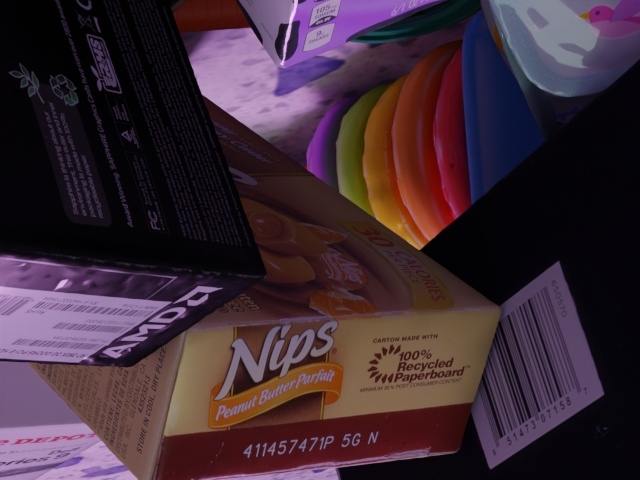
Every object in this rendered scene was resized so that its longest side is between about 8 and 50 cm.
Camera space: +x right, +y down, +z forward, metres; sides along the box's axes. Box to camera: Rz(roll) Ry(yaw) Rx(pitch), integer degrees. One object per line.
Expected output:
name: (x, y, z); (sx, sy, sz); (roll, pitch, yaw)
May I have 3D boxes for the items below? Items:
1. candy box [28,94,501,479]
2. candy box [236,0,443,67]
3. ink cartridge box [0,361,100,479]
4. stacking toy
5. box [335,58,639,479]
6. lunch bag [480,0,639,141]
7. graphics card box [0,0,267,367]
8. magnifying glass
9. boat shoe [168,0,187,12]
candy box: (-0.080, 0.004, 0.945); (0.183, 0.316, 0.087); (-1, 114, -37)
candy box: (0.050, -0.163, 0.648); (0.165, 0.070, 0.196); (-25, 161, -18)
ink cartridge box: (-0.311, 0.136, 1.460); (0.211, 0.121, 0.289); (0, 158, -40)
stacking toy: (0.058, -0.042, 1.176); (0.175, 0.165, 0.302); (3, 171, -44)
box: (0.219, 0.057, 0.957); (0.312, 0.179, 0.343); (0, 153, -34)
lunch bag: (0.181, -0.150, 0.880); (0.223, 0.160, 0.262); (-17, 155, 8)
graphics card box: (-0.198, -0.080, 0.656); (0.094, 0.232, 0.371); (-35, 156, 31)
magnifying glass: (-0.010, -0.132, 1.014); (0.231, 0.026, 0.092); (-9, 163, -23)
boat shoe: (-0.118, -0.108, 0.924); (0.153, 0.048, 0.056); (-27, 135, 32)
